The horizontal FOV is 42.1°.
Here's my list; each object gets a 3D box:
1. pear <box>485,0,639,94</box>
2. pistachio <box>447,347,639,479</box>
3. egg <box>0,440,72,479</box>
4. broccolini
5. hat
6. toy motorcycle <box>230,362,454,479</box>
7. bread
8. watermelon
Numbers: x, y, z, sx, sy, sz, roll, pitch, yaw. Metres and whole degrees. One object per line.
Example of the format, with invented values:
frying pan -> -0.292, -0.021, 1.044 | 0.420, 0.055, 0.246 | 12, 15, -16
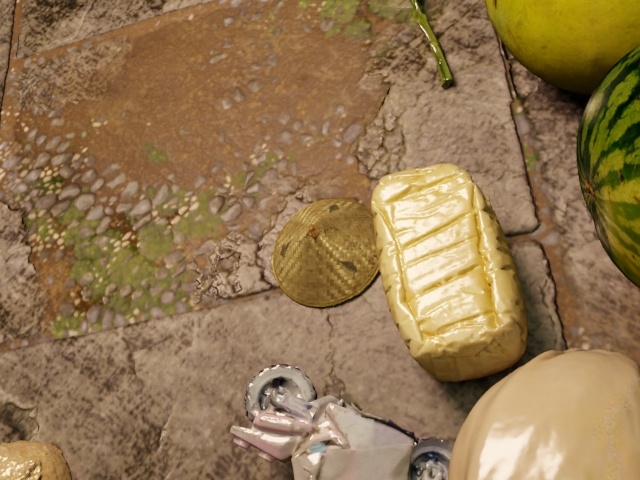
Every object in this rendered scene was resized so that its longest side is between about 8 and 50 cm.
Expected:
pear -> 0.307, -0.265, 0.919 | 0.269, 0.212, 0.212 | 16, 70, 43
pistachio -> 0.216, 0.227, 0.716 | 0.226, 0.208, 0.332 | 30, 54, -14
egg -> -0.338, 0.285, 0.929 | 0.118, 0.116, 0.140 | -12, 30, 28
broccolini -> 0.133, -0.293, 1.097 | 0.044, 0.042, 0.218 | -17, 61, 12
hat -> 0.000, 0.000, 0.979 | 0.146, 0.067, 0.146 | -8, 62, 16
toy motorcycle -> 0.006, 0.252, 0.824 | 0.239, 0.108, 0.204 | 20, 73, 27
bread -> 0.136, 0.033, 0.890 | 0.140, 0.106, 0.236 | -18, 59, 12
watermelon -> 0.379, -0.066, 0.754 | 0.285, 0.285, 0.285 | -8, 62, 16
